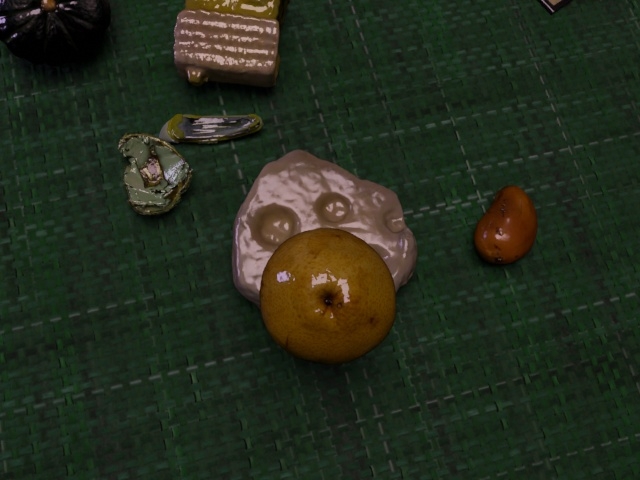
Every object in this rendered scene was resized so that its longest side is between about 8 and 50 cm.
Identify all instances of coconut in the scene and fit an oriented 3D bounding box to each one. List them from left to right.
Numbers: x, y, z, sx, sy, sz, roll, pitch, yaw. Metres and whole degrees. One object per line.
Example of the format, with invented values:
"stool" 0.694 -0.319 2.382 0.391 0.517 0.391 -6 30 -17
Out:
"coconut" -0.291 -0.113 1.408 0.133 0.055 0.158 -1 72 -6

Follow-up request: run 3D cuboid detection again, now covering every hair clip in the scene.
"hair clip" -0.200 -0.208 1.461 0.188 0.033 0.060 -4 69 -3

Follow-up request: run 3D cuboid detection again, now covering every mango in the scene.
"mango" 0.337 -0.028 1.411 0.105 0.084 0.159 30 71 1

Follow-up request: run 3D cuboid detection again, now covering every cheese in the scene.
"cheese" 0.000 0.000 1.357 0.318 0.115 0.326 -12 74 -8

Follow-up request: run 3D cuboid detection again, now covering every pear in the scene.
"pear" 0.012 0.080 1.172 0.209 0.209 0.209 1 70 -4

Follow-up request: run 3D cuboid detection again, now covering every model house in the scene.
"model house" -0.160 -0.386 1.471 0.193 0.175 0.234 7 80 -3

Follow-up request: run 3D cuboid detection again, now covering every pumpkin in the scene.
"pumpkin" -0.486 -0.425 1.429 0.220 0.162 0.220 -5 108 -15

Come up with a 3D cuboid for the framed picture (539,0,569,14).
"framed picture" 0.484 -0.587 1.658 0.195 0.010 0.199 -35 76 -15
